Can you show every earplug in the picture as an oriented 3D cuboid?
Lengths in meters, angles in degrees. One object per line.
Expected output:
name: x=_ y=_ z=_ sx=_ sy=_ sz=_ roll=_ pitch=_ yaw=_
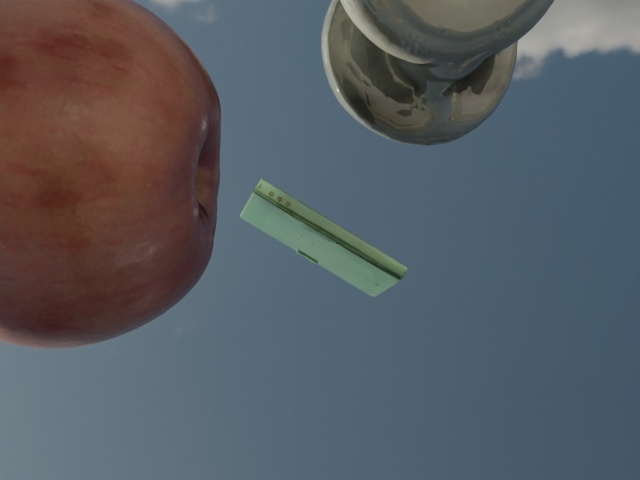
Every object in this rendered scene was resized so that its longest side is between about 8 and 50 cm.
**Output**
earplug: x=0.095 y=-0.222 z=1.034 sx=0.214 sy=0.325 sz=0.175 roll=-8 pitch=-124 yaw=-15

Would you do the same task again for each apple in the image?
apple: x=-0.101 y=-0.030 z=0.493 sx=0.120 sy=0.153 sz=0.153 roll=6 pitch=-124 yaw=-2

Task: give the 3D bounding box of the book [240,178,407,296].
book: x=0.000 y=0.000 z=0.973 sx=0.135 sy=0.103 sz=0.017 roll=31 pitch=-104 yaw=-3
